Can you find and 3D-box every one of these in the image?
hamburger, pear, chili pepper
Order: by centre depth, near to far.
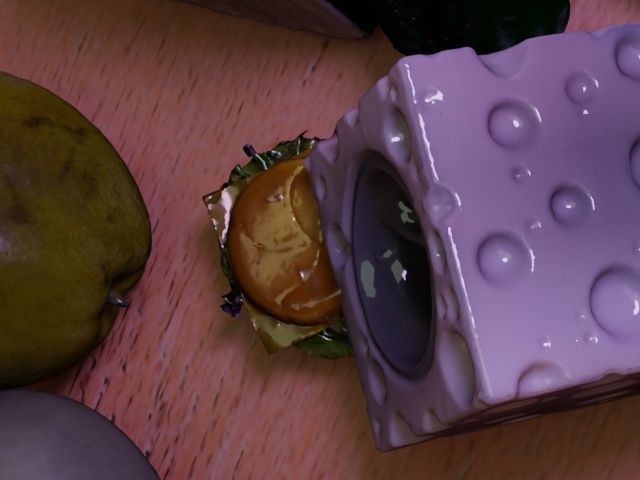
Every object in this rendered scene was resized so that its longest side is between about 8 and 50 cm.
[{"bbox_3d":[0.117,-0.203,1.459,0.165,0.261,0.174,-3,60,6],"label":"chili pepper"},{"bbox_3d":[-0.001,0.004,1.542,0.164,0.093,0.190,-12,79,15],"label":"hamburger"},{"bbox_3d":[-0.299,-0.010,1.545,0.321,0.269,0.269,19,88,6],"label":"pear"}]

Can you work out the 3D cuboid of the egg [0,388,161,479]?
[{"bbox_3d":[-0.216,0.289,1.478,0.258,0.258,0.352,-12,82,12],"label":"egg"}]

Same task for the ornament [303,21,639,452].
[{"bbox_3d":[0.154,0.001,1.385,0.239,0.240,0.239,-9,79,-19],"label":"ornament"}]

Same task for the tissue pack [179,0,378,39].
[{"bbox_3d":[-0.039,-0.399,1.516,0.253,0.264,0.417,14,85,19],"label":"tissue pack"}]
